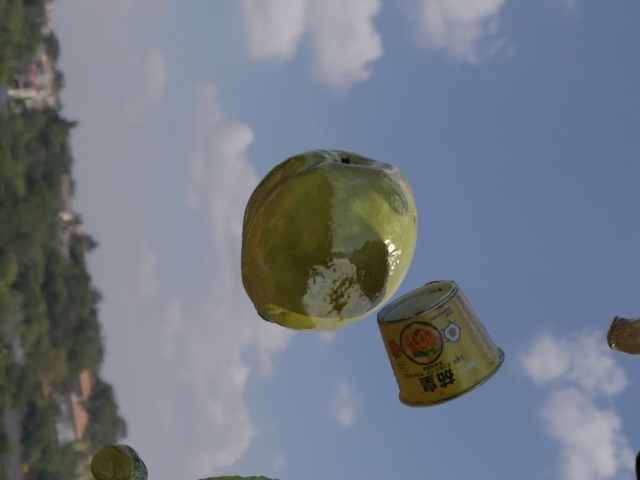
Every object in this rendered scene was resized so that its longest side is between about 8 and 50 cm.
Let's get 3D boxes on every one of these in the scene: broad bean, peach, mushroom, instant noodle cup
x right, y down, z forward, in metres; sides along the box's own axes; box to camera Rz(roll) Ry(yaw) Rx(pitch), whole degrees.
[{"bbox_3d":[-0.270,0.305,1.586,0.063,0.083,0.045,-58,151,-26],"label":"broad bean"},{"bbox_3d":[0.007,-0.005,1.994,0.281,0.314,0.315,-121,-145,-53],"label":"peach"},{"bbox_3d":[0.591,0.136,1.850,0.096,0.278,0.099,-73,149,-62],"label":"mushroom"},{"bbox_3d":[0.178,0.154,1.849,0.144,0.182,0.182,64,-8,-13],"label":"instant noodle cup"}]

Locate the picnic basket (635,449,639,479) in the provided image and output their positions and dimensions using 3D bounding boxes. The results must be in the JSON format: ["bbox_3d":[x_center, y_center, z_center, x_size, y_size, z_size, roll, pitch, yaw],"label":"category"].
[{"bbox_3d":[0.612,0.414,1.758,0.313,0.228,0.175,54,35,-43],"label":"picnic basket"}]

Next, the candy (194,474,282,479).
[{"bbox_3d":[-0.059,0.317,1.346,0.097,0.210,0.096,14,90,-78],"label":"candy"}]
